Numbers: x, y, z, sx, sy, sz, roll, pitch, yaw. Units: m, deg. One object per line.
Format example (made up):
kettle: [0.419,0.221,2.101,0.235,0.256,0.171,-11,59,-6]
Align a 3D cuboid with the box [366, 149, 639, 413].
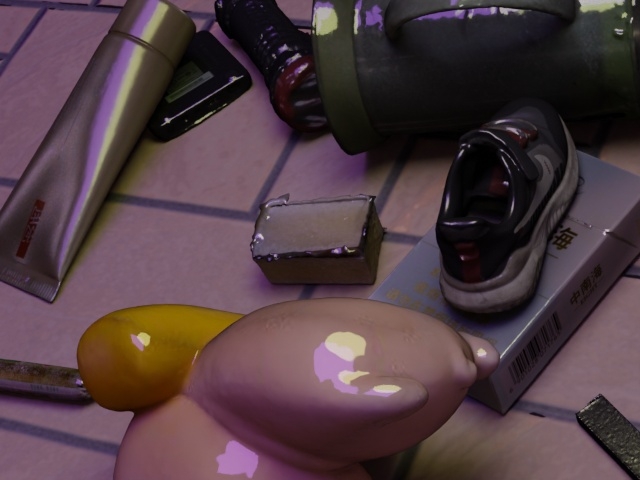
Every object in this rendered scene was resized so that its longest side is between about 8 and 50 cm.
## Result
box: [0.172,0.021,1.421,0.155,0.067,0.243,27,65,36]

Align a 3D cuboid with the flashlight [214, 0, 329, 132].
flashlight: [-0.043,-0.205,1.706,0.093,0.093,0.232,-29,42,-3]

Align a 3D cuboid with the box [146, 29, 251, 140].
box: [-0.153,-0.176,1.763,0.126,0.027,0.125,-34,46,-9]

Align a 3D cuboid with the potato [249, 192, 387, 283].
potato: [-0.002,0.000,1.519,0.122,0.061,0.086,-3,50,23]

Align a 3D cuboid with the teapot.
teapot: [0.170,-0.198,1.495,0.337,0.270,0.200,-3,80,18]

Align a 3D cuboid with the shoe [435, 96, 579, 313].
shoe: [0.155,-0.049,1.365,0.099,0.112,0.227,4,57,25]

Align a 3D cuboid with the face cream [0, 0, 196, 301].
face cream: [-0.245,-0.102,1.689,0.137,0.084,0.341,20,75,35]

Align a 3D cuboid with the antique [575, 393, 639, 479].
antique: [0.270,0.190,1.266,0.031,0.015,0.192,-35,45,-8]

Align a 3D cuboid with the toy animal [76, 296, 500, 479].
toy animal: [-0.016,0.177,1.277,0.345,0.277,0.246,-3,77,34]

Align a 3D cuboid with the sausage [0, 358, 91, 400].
sausage: [-0.325,0.130,1.558,0.269,0.033,0.033,5,52,27]
